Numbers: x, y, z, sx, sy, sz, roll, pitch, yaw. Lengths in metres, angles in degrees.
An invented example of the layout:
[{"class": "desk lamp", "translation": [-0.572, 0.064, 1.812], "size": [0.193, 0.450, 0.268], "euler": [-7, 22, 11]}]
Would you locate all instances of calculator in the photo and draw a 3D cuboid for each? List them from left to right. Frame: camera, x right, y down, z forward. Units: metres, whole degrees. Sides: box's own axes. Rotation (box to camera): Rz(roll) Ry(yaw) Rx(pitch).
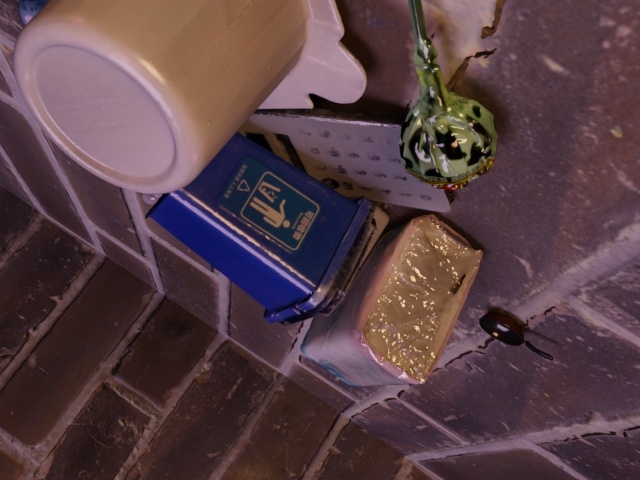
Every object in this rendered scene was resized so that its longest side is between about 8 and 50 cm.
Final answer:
[{"class": "calculator", "translation": [0.016, -0.097, 0.855], "size": [0.261, 0.021, 0.161], "euler": [9, 152, 25]}]

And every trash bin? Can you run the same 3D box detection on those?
[{"class": "trash bin", "translation": [-0.074, -0.018, 0.886], "size": [0.234, 0.163, 0.184], "euler": [35, 153, -15]}]

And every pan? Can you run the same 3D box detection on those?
[{"class": "pan", "translation": [0.280, 0.134, 1.053], "size": [0.115, 0.023, 0.068], "euler": [28, 159, 26]}]

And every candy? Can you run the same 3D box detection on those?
[{"class": "candy", "translation": [0.094, -0.163, 0.621], "size": [0.091, 0.083, 0.305], "euler": [-10, 136, 10]}]

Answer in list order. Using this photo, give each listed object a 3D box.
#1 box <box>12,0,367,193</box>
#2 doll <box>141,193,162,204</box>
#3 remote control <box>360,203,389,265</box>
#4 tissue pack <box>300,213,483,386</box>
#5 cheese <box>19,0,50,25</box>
[{"class": "box", "translation": [-0.123, -0.154, 0.675], "size": [0.291, 0.206, 0.262], "euler": [36, 146, -7]}, {"class": "doll", "translation": [-0.315, -0.115, 1.380], "size": [0.161, 0.059, 0.160], "euler": [35, 161, -3]}, {"class": "remote control", "translation": [0.000, 0.000, 1.078], "size": [0.034, 0.103, 0.250], "euler": [42, 159, -22]}, {"class": "tissue pack", "translation": [0.086, 0.091, 1.006], "size": [0.124, 0.201, 0.271], "euler": [30, 162, -10]}, {"class": "cheese", "translation": [-0.370, -0.314, 1.012], "size": [0.135, 0.052, 0.245], "euler": [19, 155, 31]}]
